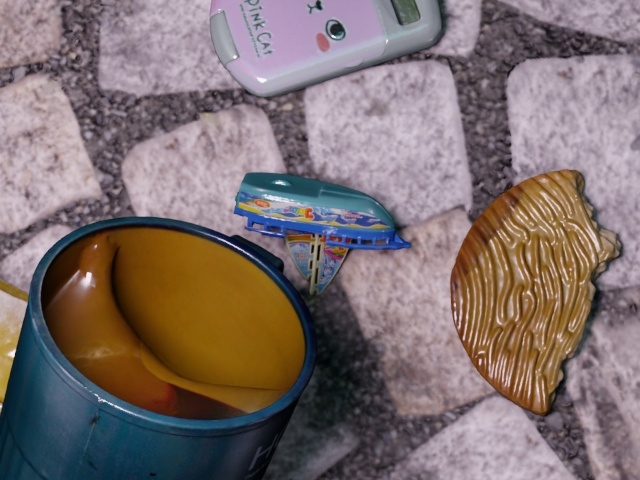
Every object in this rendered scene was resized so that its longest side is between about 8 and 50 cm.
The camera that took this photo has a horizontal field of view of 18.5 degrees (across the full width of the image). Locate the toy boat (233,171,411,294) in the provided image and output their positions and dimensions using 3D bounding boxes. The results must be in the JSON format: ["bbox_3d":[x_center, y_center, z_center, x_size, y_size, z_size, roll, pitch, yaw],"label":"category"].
[{"bbox_3d":[0.000,0.000,1.901,0.175,0.091,0.110,10,110,3],"label":"toy boat"}]

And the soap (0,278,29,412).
[{"bbox_3d":[-0.397,0.128,1.861,0.281,0.143,0.259,24,78,15],"label":"soap"}]

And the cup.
[{"bbox_3d":[-0.161,0.146,1.717,0.242,0.292,0.308,10,39,-14],"label":"cup"}]

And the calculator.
[{"bbox_3d":[0.010,-0.232,1.971,0.246,0.045,0.141,-17,75,-1],"label":"calculator"}]

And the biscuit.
[{"bbox_3d":[0.211,0.050,1.887,0.176,0.031,0.229,-15,74,2],"label":"biscuit"}]
